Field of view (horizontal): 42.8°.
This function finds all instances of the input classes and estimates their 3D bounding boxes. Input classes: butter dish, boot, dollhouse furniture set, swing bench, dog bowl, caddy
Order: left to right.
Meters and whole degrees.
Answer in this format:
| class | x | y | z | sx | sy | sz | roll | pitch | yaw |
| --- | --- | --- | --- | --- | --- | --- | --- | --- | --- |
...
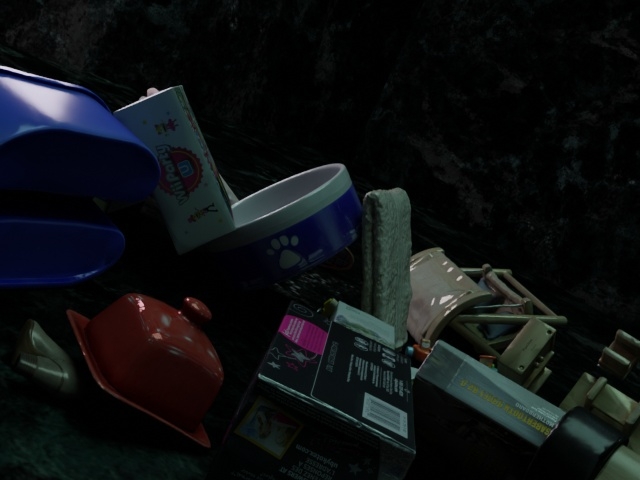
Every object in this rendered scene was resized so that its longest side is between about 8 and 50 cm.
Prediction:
| class | x | y | z | sx | sy | sz | roll | pitch | yaw |
| --- | --- | --- | --- | --- | --- | --- | --- | --- | --- |
| caddy | -0.369 | -0.078 | 1.006 | 0.179 | 0.241 | 0.341 | 38 | 16 | 25 |
| boot | -0.265 | 0.125 | 0.828 | 0.087 | 0.042 | 0.118 | 27 | 11 | -23 |
| butter dish | -0.160 | 0.109 | 0.839 | 0.160 | 0.118 | 0.160 | 42 | -1 | -36 |
| dog bowl | -0.061 | -0.023 | 1.329 | 0.265 | 0.264 | 0.104 | -96 | 162 | -76 |
| boot | 0.000 | 0.000 | 1.786 | 0.219 | 0.082 | 0.106 | 29 | 15 | 25 |
| swing bench | 0.288 | 0.134 | 1.594 | 0.254 | 0.165 | 0.253 | 20 | 13 | -20 |
| dollhouse furniture set | 0.404 | 0.253 | 1.271 | 0.242 | 0.212 | 0.161 | 33 | -23 | 29 |

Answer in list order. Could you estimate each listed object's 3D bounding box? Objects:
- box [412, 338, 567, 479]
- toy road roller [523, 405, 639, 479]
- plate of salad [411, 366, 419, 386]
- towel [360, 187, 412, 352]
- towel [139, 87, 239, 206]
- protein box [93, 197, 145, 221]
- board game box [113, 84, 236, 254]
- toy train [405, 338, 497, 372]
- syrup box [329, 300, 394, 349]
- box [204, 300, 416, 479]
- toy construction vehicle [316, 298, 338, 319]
| class | x | y | z | sx | sy | sz | roll | pitch | yaw |
| --- | --- | --- | --- | --- | --- | --- | --- | --- | --- |
| box | 0.190 | 0.226 | 0.947 | 0.183 | 0.056 | 0.231 | 29 | -27 | 16 |
| toy road roller | 0.235 | 0.326 | 0.705 | 0.202 | 0.240 | 0.329 | 33 | -23 | 33 |
| plate of salad | 0.188 | 0.235 | 1.238 | 0.199 | 0.048 | 0.200 | 25 | 12 | -6 |
| towel | 0.110 | 0.056 | 1.332 | 0.049 | 0.282 | 0.187 | 1 | 5 | 18 |
| towel | -0.237 | -0.141 | 1.622 | 0.332 | 0.053 | 0.317 | 54 | -3 | -26 |
| protein box | -0.409 | -0.139 | 1.420 | 0.199 | 0.136 | 0.201 | 26 | 11 | 2 |
| board game box | -0.220 | -0.122 | 1.282 | 0.303 | 0.097 | 0.224 | -120 | -173 | -77 |
| toy train | 0.233 | 0.201 | 1.385 | 0.166 | 0.046 | 0.125 | 13 | 4 | -3 |
| syrup box | 0.039 | 0.169 | 1.099 | 0.093 | 0.096 | 0.237 | 27 | 11 | -1 |
| box | -0.003 | 0.187 | 0.835 | 0.163 | 0.142 | 0.247 | 26 | 13 | -1 |
| toy construction vehicle | 0.010 | 0.127 | 1.247 | 0.086 | 0.098 | 0.035 | 41 | 31 | -12 |
